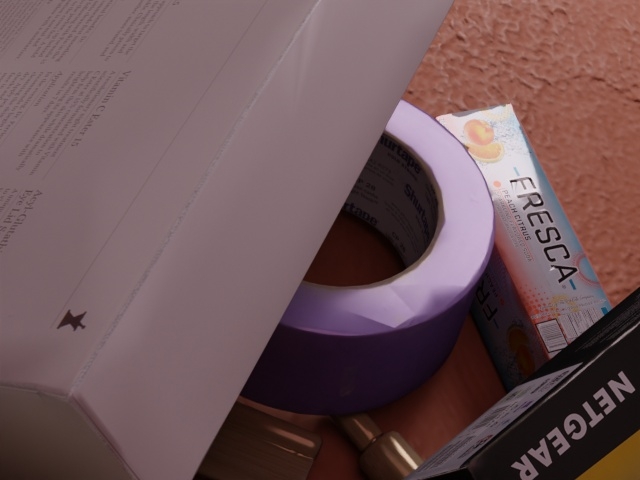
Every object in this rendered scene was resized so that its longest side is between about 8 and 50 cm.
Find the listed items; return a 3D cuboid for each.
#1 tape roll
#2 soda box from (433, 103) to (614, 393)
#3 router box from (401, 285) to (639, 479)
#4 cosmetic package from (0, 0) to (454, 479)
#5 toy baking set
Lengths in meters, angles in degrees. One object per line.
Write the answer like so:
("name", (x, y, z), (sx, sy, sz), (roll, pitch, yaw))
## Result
("tape roll", (0.000, 0.000, 0.801), (0.189, 0.080, 0.189), (5, 51, -7))
("soda box", (0.118, 0.009, 0.851), (0.058, 0.063, 0.183), (-11, 63, -22))
("router box", (0.229, 0.140, 0.751), (0.309, 0.081, 0.243), (-34, 90, -29))
("cosmetic package", (-0.119, -0.055, 0.724), (0.284, 0.097, 0.377), (2, 48, 35))
("toy baking set", (0.009, 0.198, 0.731), (0.197, 0.030, 0.256), (-38, 71, -26))
